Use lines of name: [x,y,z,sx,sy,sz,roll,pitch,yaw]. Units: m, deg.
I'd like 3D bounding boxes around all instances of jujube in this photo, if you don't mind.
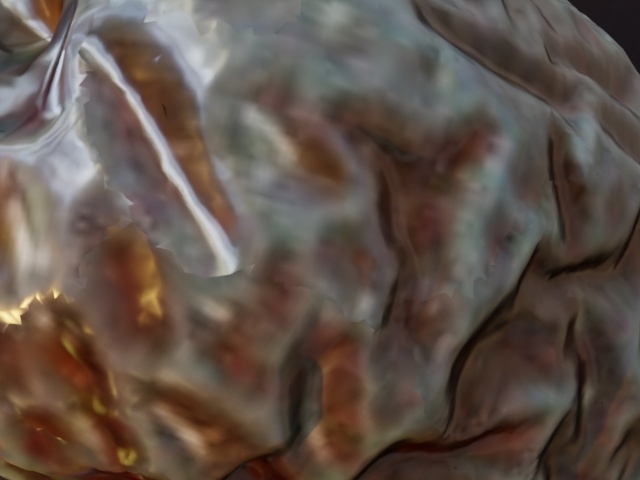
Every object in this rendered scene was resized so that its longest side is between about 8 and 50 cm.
jujube: [0.000,0.000,0.573,0.226,0.226,0.317,39,-175,42]
